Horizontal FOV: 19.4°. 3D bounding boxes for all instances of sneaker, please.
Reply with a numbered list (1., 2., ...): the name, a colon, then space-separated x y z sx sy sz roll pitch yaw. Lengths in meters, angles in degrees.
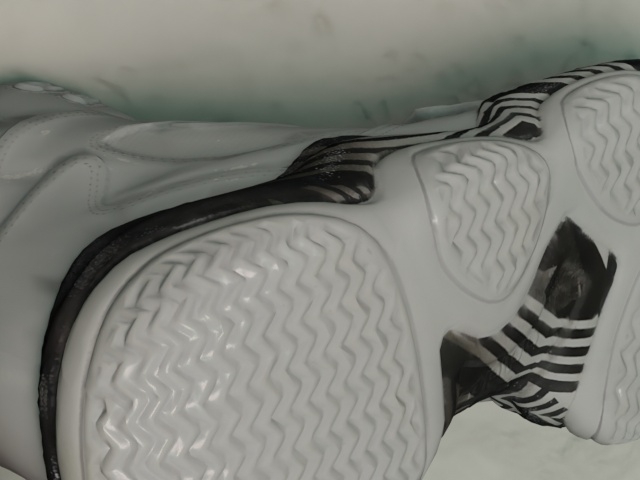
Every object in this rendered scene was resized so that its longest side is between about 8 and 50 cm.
1. sneaker: 0.000 0.000 0.665 0.366 0.210 0.137 -18 115 -46
